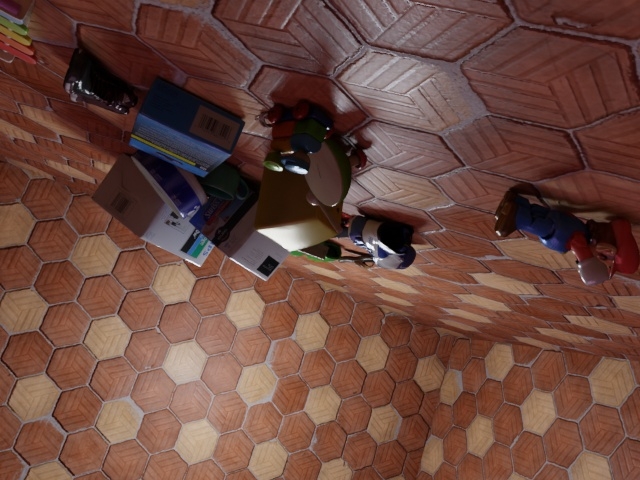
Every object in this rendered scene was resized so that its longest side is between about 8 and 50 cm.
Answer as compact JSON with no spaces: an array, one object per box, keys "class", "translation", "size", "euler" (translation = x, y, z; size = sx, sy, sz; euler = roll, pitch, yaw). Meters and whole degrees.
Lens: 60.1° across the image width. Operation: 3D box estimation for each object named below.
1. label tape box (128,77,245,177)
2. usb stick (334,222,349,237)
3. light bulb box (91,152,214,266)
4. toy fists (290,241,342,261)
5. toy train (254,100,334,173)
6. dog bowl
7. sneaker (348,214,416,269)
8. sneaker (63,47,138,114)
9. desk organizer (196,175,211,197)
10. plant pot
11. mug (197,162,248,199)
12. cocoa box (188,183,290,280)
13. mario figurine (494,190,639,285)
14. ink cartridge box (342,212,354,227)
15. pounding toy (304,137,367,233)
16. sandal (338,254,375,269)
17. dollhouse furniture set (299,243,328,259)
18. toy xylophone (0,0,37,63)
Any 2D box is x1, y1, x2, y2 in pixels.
[{"class":"label tape box","translation":[-0.370,-0.288,1.482],"size":[0.241,0.105,0.334],"euler":[24,168,-20]},{"class":"usb stick","translation":[-0.008,-0.033,1.981],"size":[0.278,0.045,0.077],"euler":[-2,160,-24]},{"class":"light bulb box","translation":[-0.617,-0.116,2.165],"size":[0.358,0.225,0.361],"euler":[32,176,33]},{"class":"toy fists","translation":[-0.047,0.033,2.451],"size":[0.279,0.096,0.142],"euler":[14,163,-31]},{"class":"toy train","translation":[-0.093,-0.223,1.261],"size":[0.248,0.143,0.105],"euler":[6,162,46]},{"class":"dog bowl","translation":[-0.489,-0.200,1.794],"size":[0.265,0.104,0.265],"euler":[46,166,15]},{"class":"sneaker","translation":[0.252,0.021,1.880],"size":[0.182,0.127,0.316],"euler":[9,164,46]},{"class":"sneaker","translation":[-0.532,-0.382,1.366],"size":[0.163,0.106,0.281],"euler":[18,180,-20]},{"class":"desk organizer","translation":[-0.424,-0.199,2.107],"size":[0.047,0.050,0.130],"euler":[13,167,25]},{"class":"plant pot","translation":[-0.049,-0.101,1.648],"size":[0.187,0.212,0.212],"euler":[-4,158,30]},{"class":"mug","translation":[-0.323,-0.199,1.838],"size":[0.130,0.097,0.158],"euler":[6,164,44]},{"class":"cocoa box","translation":[-0.262,-0.039,2.015],"size":[0.228,0.231,0.347],"euler":[39,177,23]},{"class":"mario figurine","translation":[0.549,0.013,1.251],"size":[0.321,0.198,0.170],"euler":[21,156,8]},{"class":"ink cartridge box","translation":[0.114,-0.061,1.954],"size":[0.115,0.029,0.063],"euler":[21,168,-13]},{"class":"pounding toy","translation":[0.043,-0.166,1.367],"size":[0.183,0.110,0.236],"euler":[46,149,39]},{"class":"sandal","translation":[0.182,0.101,2.466],"size":[0.220,0.060,0.090],"euler":[1,167,18]},{"class":"dollhouse furniture set","translation":[0.000,0.000,2.118],"size":[0.144,0.151,0.123],"euler":[20,169,5]},{"class":"toy xylophone","translation":[-0.711,-0.489,1.157],"size":[0.236,0.081,0.323],"euler":[24,167,-22]}]
